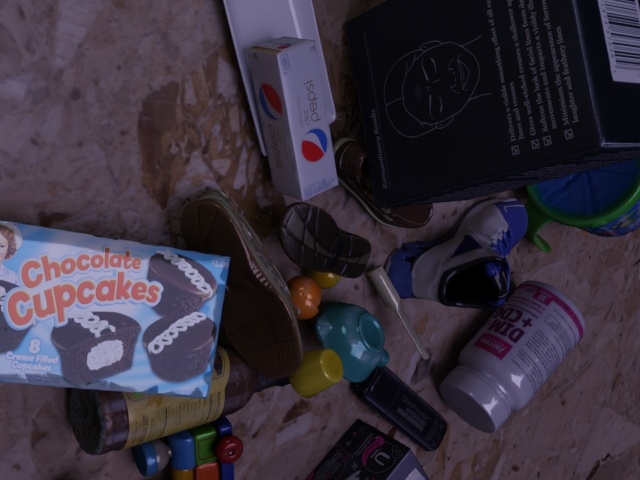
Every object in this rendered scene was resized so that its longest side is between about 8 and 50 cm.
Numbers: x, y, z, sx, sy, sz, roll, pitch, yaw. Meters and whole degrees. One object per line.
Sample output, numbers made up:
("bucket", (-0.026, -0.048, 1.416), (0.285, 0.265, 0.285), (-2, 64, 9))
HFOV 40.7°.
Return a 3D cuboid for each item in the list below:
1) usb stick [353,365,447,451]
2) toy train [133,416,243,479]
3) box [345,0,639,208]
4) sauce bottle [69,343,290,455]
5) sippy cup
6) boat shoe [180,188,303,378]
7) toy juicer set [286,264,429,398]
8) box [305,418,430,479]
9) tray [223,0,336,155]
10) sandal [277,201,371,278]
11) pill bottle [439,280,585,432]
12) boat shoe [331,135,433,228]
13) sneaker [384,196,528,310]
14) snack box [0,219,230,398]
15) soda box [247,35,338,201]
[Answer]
("usb stick", (0.152, 0.309, 1.588), (0.278, 0.045, 0.077), (44, 68, -40))
("toy train", (-0.195, 0.381, 1.282), (0.143, 0.105, 0.248), (-10, 112, -26))
("box", (0.255, -0.226, 1.205), (0.212, 0.395, 0.293), (-6, 85, -40))
("sauce bottle", (-0.180, 0.208, 1.226), (0.344, 0.111, 0.111), (-10, 111, -43))
("sippy cup", (0.544, -0.112, 1.677), (0.224, 0.306, 0.240), (26, 59, -54))
("boat shoe", (-0.097, 0.060, 1.214), (0.089, 0.105, 0.285), (-65, 135, -66))
("toy juicer set", (0.039, 0.126, 1.392), (0.329, 0.089, 0.209), (-4, 72, -54))
("box", (0.066, 0.472, 1.501), (0.247, 0.142, 0.163), (-46, 128, -19))
("tray", (-0.063, -0.269, 1.218), (0.145, 0.030, 0.270), (-30, 122, -29))
("sandal", (0.000, 0.000, 1.289), (0.219, 0.060, 0.090), (20, 93, -53))
("pill bottle", (0.369, 0.225, 1.668), (0.283, 0.160, 0.160), (-44, 128, -21))
("boat shoe", (0.113, -0.078, 1.388), (0.257, 0.095, 0.095), (27, 86, -43))
("sneaker", (0.284, 0.043, 1.519), (0.316, 0.182, 0.127), (-27, 122, -32))
("snack box", (-0.281, 0.086, 1.057), (0.322, 0.060, 0.187), (10, 87, -27))
("soda box", (-0.037, -0.169, 1.202), (0.069, 0.074, 0.216), (-26, 121, -31))
